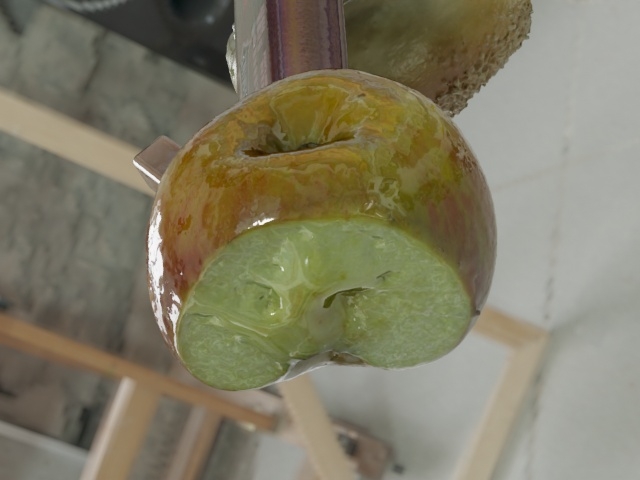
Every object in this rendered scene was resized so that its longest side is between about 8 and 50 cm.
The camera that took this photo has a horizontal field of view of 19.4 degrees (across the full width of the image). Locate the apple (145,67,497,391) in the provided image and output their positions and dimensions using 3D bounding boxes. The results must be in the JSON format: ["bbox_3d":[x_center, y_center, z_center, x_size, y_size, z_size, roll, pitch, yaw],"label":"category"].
[{"bbox_3d":[0.000,0.000,1.030,0.195,0.173,0.160,-8,32,8],"label":"apple"}]

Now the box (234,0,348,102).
[{"bbox_3d":[-0.024,-0.146,1.412,0.120,0.069,0.224,115,157,-49],"label":"box"}]

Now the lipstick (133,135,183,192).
[{"bbox_3d":[-0.119,-0.049,1.728,0.045,0.045,0.145,-41,37,-11],"label":"lipstick"}]

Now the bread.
[{"bbox_3d":[0.033,-0.161,1.649,0.314,0.171,0.192,-8,25,50],"label":"bread"}]
